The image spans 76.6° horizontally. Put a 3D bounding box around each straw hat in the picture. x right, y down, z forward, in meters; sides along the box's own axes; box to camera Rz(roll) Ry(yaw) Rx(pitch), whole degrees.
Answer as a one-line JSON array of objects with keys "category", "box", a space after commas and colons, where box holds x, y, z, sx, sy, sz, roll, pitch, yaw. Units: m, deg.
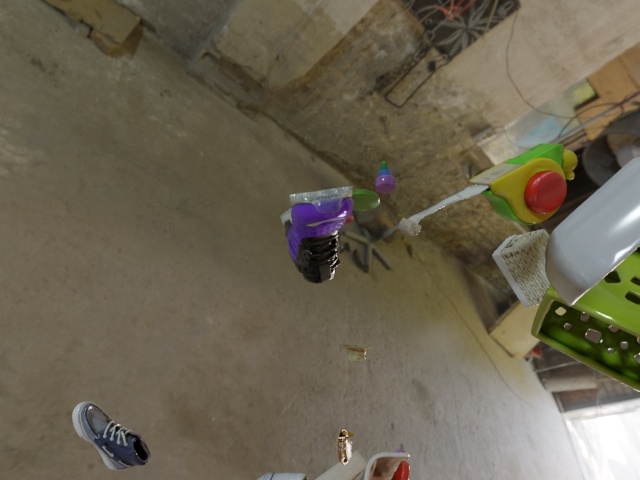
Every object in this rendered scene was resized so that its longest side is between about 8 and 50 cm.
[{"category": "straw hat", "box": [0.135, 0.426, 1.527, 0.145, 0.145, 0.061, 14, 73, -44]}]

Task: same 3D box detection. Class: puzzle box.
[{"category": "puzzle box", "box": [-0.077, 0.711, 1.032, 0.409, 0.272, 0.052, -6, 44, -46]}]

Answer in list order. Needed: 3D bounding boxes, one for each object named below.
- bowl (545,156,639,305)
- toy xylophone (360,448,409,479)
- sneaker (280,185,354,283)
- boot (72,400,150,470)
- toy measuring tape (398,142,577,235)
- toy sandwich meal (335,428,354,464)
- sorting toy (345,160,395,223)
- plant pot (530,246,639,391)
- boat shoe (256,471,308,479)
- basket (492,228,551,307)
[{"category": "bowl", "box": [0.256, -0.010, 0.358, 0.053, 0.142, 0.142, 50, 10, 29]}, {"category": "toy xylophone", "box": [0.092, 0.539, 0.699, 0.081, 0.236, 0.322, 12, 46, 4]}, {"category": "sneaker", "box": [0.001, 0.000, 0.696, 0.102, 0.293, 0.146, -9, 86, -11]}, {"category": "boot", "box": [-0.445, 0.417, 0.877, 0.069, 0.086, 0.189, -80, 152, -62]}, {"category": "toy measuring tape", "box": [0.293, -0.056, 0.677, 0.121, 0.330, 0.121, 60, -8, 15]}, {"category": "toy sandwich meal", "box": [0.062, 0.489, 0.963, 0.085, 0.029, 0.085, 43, 40, -53]}, {"category": "sorting toy", "box": [0.132, -0.177, 1.460, 0.127, 0.366, 0.126, 15, 63, -29]}, {"category": "plant pot", "box": [0.564, 0.117, 0.761, 0.207, 0.227, 0.228, -51, 147, -18]}, {"category": "boat shoe", "box": [-0.030, 0.415, 0.507, 0.083, 0.076, 0.226, 25, 49, -70]}, {"category": "basket", "box": [0.541, 0.067, 1.025, 0.113, 0.103, 0.167, -34, 91, -33]}]
